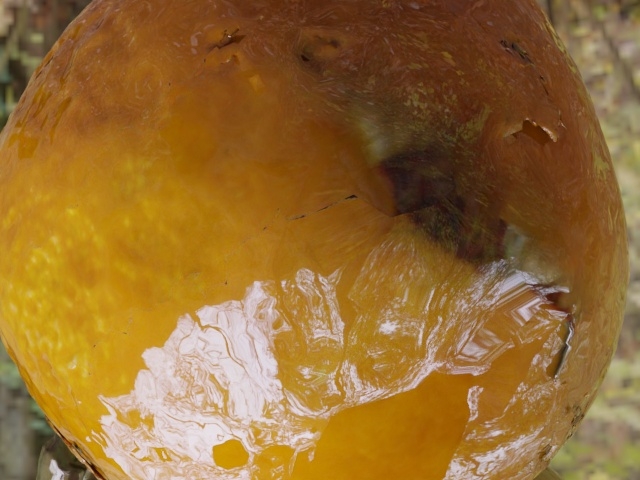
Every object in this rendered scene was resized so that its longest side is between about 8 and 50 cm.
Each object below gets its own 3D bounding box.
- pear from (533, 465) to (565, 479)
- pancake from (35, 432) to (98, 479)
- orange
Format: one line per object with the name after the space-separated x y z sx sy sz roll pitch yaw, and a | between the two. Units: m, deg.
0.035 0.246 0.982 0.284 0.336 0.285 -4 149 -2 | pear
-0.071 0.131 1.145 0.212 0.029 0.235 35 90 -43 | pancake
0.000 0.000 0.701 0.246 0.246 0.246 -4 155 -2 | orange
